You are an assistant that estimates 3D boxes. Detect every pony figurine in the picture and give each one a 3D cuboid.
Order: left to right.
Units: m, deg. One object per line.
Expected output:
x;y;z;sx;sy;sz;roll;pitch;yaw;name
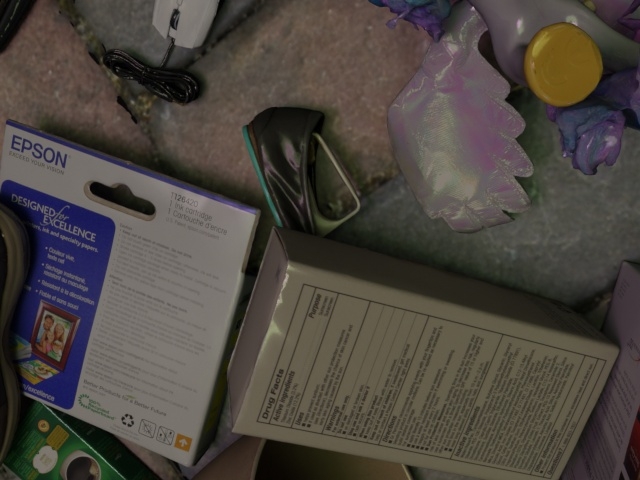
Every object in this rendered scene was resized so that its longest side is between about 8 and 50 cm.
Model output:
0.164;-0.166;0.517;0.303;0.363;0.351;-34;108;9;pony figurine

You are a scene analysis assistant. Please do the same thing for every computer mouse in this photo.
-0.141;-0.237;0.692;0.106;0.042;0.193;31;106;6;computer mouse

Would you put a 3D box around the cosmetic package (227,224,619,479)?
0.086;0.109;0.618;0.309;0.113;0.160;16;104;-14;cosmetic package

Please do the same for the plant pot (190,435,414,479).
-0.069;0.324;0.702;0.274;0.256;0.256;-30;93;32;plant pot

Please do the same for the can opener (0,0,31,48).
-0.323;-0.281;0.726;0.059;0.073;0.186;19;112;-32;can opener

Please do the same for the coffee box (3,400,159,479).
-0.294;0.278;0.829;0.184;0.040;0.113;40;108;3;coffee box

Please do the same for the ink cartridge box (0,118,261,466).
-0.231;0.057;0.760;0.303;0.072;0.307;20;103;10;ink cartridge box

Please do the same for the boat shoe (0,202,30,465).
-0.406;0.127;0.716;0.132;0.130;0.355;12;103;14;boat shoe

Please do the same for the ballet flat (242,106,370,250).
0.000;0.000;0.684;0.096;0.095;0.280;-14;98;6;ballet flat

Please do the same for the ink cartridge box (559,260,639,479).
0.297;0.189;0.541;0.130;0.309;0.272;13;104;10;ink cartridge box
